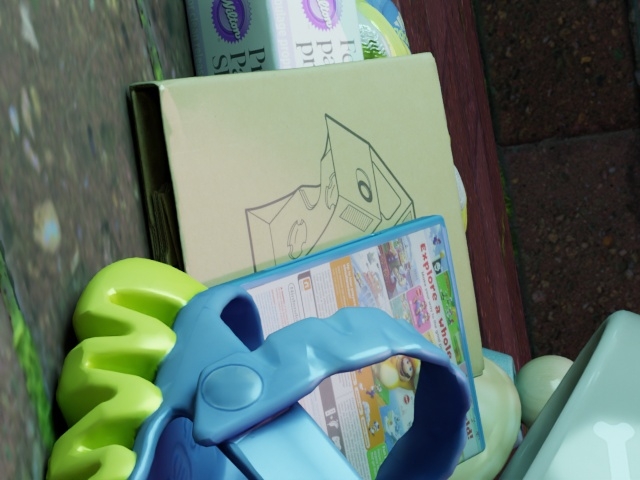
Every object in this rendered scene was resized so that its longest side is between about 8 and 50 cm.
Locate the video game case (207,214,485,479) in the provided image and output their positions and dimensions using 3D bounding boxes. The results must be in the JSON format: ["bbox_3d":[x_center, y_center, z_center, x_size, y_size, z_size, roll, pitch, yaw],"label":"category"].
[{"bbox_3d":[0.013,0.062,0.801,0.166,0.015,0.119,-18,99,-48],"label":"video game case"}]

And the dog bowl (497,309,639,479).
[{"bbox_3d":[0.115,0.189,0.917,0.349,0.102,0.349,-58,172,-12],"label":"dog bowl"}]

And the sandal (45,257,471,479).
[{"bbox_3d":[-0.022,0.121,0.560,0.126,0.138,0.317,75,14,-44],"label":"sandal"}]

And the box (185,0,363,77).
[{"bbox_3d":[-0.005,0.025,0.882,0.063,0.067,0.324,-11,94,-45],"label":"box"}]

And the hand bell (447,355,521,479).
[{"bbox_3d":[0.014,0.039,0.992,0.126,0.126,0.242,-88,155,-44],"label":"hand bell"}]

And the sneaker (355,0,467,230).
[{"bbox_3d":[0.049,-0.089,1.259,0.126,0.091,0.240,-88,165,-48],"label":"sneaker"}]

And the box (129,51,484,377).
[{"bbox_3d":[0.000,0.000,0.821,0.201,0.021,0.164,-11,94,-49],"label":"box"}]

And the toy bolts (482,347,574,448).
[{"bbox_3d":[0.138,0.188,1.350,0.218,0.158,0.228,-28,110,-80],"label":"toy bolts"}]
